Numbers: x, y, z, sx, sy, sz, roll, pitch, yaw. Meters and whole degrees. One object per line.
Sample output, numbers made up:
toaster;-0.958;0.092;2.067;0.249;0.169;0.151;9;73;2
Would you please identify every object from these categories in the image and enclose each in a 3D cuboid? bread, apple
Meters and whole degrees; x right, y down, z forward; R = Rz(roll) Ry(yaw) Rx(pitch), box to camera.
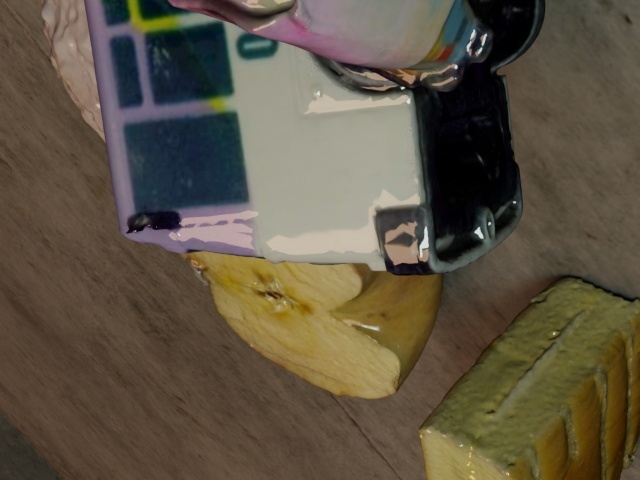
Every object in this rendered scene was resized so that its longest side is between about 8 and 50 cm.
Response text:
bread;0.209;0.192;1.040;0.111;0.239;0.246;23;140;35
apple;0.000;0.000;1.086;0.251;0.163;0.293;16;143;36

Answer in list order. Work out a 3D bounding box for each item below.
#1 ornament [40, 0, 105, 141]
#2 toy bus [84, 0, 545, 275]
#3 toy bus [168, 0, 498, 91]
ornament;-0.090;-0.175;0.906;0.225;0.259;0.259;49;148;18
toy bus;-0.019;-0.203;0.660;0.249;0.209;0.440;-4;99;24
toy bus;0.043;-0.255;0.421;0.171;0.162;0.386;29;109;17
